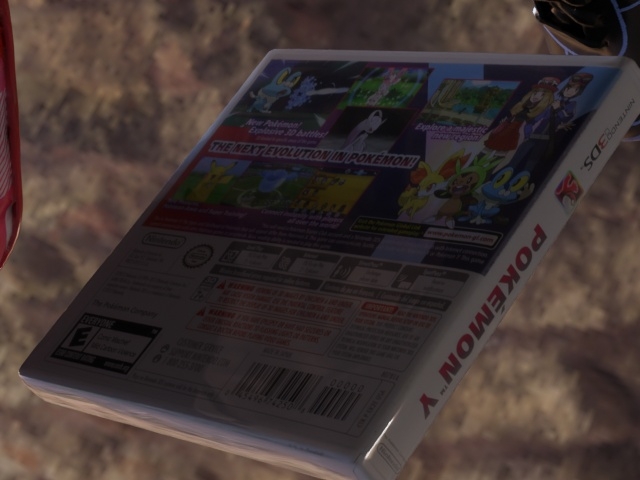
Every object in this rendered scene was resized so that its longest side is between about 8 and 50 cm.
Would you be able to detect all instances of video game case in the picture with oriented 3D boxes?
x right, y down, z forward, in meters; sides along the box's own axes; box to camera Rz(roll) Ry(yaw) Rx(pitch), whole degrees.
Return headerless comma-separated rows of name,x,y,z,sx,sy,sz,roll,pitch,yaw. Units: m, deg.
video game case,0.000,0.000,0.715,0.201,0.183,0.023,8,-36,49

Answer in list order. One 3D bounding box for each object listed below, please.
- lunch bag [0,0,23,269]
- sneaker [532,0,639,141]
lunch bag,-0.269,-0.035,0.821,0.120,0.293,0.258,39,-38,29
sneaker,0.085,-0.121,0.679,0.081,0.090,0.232,24,-39,40
